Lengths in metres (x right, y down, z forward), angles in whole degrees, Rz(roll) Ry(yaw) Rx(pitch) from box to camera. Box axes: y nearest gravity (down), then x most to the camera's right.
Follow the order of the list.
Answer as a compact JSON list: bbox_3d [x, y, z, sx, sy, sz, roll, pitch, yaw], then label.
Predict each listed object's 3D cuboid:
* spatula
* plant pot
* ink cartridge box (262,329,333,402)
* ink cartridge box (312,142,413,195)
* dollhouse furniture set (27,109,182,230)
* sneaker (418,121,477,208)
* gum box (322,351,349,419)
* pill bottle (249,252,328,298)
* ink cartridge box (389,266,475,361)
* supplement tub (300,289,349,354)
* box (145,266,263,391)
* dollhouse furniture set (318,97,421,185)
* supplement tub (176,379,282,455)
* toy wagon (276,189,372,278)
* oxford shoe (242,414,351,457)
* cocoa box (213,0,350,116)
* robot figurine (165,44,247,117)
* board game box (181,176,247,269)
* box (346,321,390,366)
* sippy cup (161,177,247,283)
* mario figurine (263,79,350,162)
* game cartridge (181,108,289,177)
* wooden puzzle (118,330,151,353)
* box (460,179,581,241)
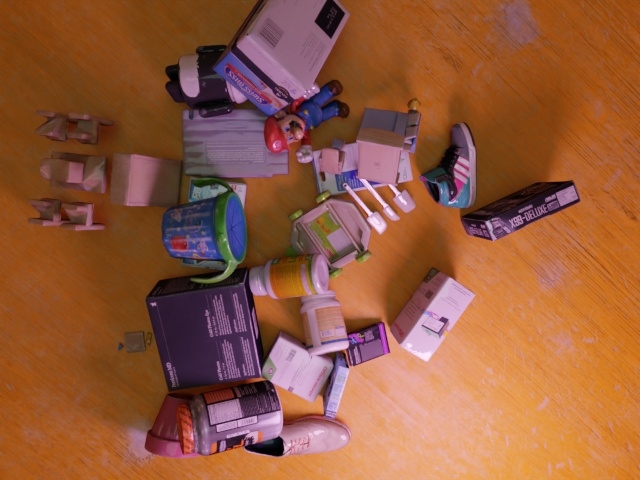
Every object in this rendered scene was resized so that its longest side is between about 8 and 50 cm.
[{"bbox_3d":[0.201,-0.151,1.656,0.168,0.019,0.242,-37,115,14],"label":"spatula"},{"bbox_3d":[-0.486,0.632,1.669,0.202,0.201,0.180,10,80,-3],"label":"plant pot"},{"bbox_3d":[-0.086,0.445,1.706,0.220,0.092,0.160,29,94,-5],"label":"ink cartridge box"},{"bbox_3d":[0.140,-0.257,1.663,0.333,0.065,0.165,-10,97,-3],"label":"ink cartridge box"},{"bbox_3d":[-0.703,-0.213,1.590,0.395,0.256,0.361,8,95,18],"label":"dollhouse furniture set"},{"bbox_3d":[0.427,-0.250,1.652,0.179,0.124,0.295,-8,97,-11],"label":"sneaker"},{"bbox_3d":[0.052,0.502,1.686,0.041,0.157,0.184,15,95,-3],"label":"gum box"},{"bbox_3d":[-0.107,0.123,1.610,0.246,0.136,0.136,-8,96,17],"label":"pill bottle"},{"bbox_3d":[0.375,0.247,1.652,0.117,0.201,0.278,34,93,-5],"label":"ink cartridge box"},{"bbox_3d":[0.010,0.282,1.649,0.145,0.144,0.199,-11,75,-1],"label":"supplement tub"},{"bbox_3d":[-0.373,0.292,1.615,0.313,0.179,0.343,-8,105,-2],"label":"box"},{"bbox_3d":[0.168,-0.371,1.533,0.287,0.198,0.303,13,64,9],"label":"dollhouse furniture set"},{"bbox_3d":[-0.298,0.580,1.573,0.316,0.194,0.193,-5,96,-23],"label":"supplement tub"},{"bbox_3d":[0.000,0.000,1.655,0.344,0.068,0.267,-31,97,21],"label":"toy wagon"},{"bbox_3d":[-0.085,0.715,1.706,0.397,0.146,0.140,-1,96,-2],"label":"oxford shoe"},{"bbox_3d":[-0.114,-0.598,1.447,0.231,0.228,0.347,37,64,-27],"label":"cocoa box"},{"bbox_3d":[-0.353,-0.518,1.560,0.278,0.173,0.209,-6,115,3],"label":"robot figurine"},{"bbox_3d":[-0.366,-0.055,1.665,0.193,0.053,0.305,7,95,-4],"label":"board game box"},{"bbox_3d":[0.165,0.368,1.715,0.162,0.029,0.116,-14,96,-24],"label":"box"},{"bbox_3d":[-0.373,-0.033,1.539,0.224,0.305,0.240,-4,130,7],"label":"sippy cup"},{"bbox_3d":[-0.037,-0.381,1.552,0.321,0.170,0.198,-38,92,-18],"label":"mario figurine"},{"bbox_3d":[-0.286,-0.329,1.641,0.355,0.068,0.230,-1,100,-3],"label":"game cartridge"},{"bbox_3d":[-0.659,0.362,1.715,0.117,0.014,0.078,1,91,-3],"label":"wooden puzzle"},{"bbox_3d":[0.655,-0.102,1.611,0.308,0.242,0.076,-25,96,1],"label":"box"}]
